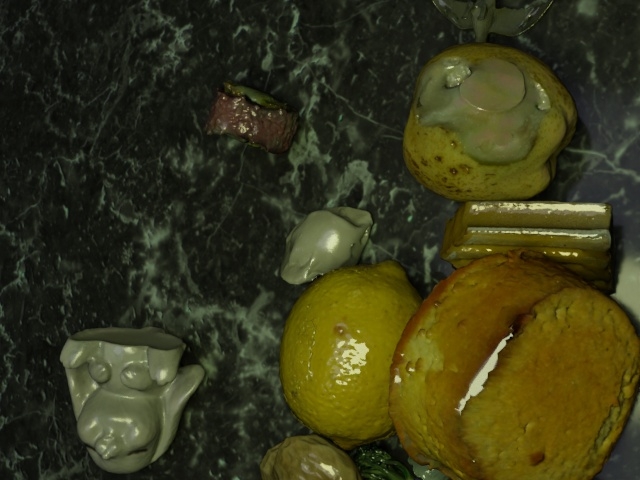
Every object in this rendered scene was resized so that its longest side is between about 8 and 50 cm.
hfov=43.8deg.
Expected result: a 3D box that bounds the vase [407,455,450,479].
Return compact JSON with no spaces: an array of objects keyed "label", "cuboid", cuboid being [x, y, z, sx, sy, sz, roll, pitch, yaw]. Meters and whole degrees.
[{"label":"vase","cuboid":[0.220,0.332,1.284,0.148,0.081,0.081,-45,68,10]}]

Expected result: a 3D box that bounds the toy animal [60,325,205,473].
[{"label":"toy animal","cuboid":[-0.357,0.305,1.500,0.271,0.206,0.265,4,99,6]}]

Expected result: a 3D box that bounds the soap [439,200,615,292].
[{"label":"soap","cuboid":[0.315,0.009,1.227,0.257,0.160,0.080,3,56,24]}]

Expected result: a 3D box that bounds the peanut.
[{"label":"peanut","cuboid":[-0.008,0.409,1.315,0.110,0.233,0.197,-38,81,-27]}]

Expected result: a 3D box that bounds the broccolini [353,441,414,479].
[{"label":"broccolini","cuboid":[0.144,0.398,1.186,0.074,0.392,0.079,-37,107,-13]}]

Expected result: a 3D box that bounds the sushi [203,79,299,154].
[{"label":"sushi","cuboid":[-0.127,-0.228,1.485,0.161,0.241,0.108,19,98,-13]}]

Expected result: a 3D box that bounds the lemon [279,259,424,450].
[{"label":"lemon","cuboid":[0.063,0.176,1.274,0.257,0.258,0.310,18,95,25]}]

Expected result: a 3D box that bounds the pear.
[{"label":"pear","cuboid":[0.262,-0.180,1.249,0.271,0.271,0.271,-3,83,24]}]

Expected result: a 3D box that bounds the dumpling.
[{"label":"dumpling","cuboid":[0.000,0.001,1.421,0.150,0.092,0.177,42,107,37]}]

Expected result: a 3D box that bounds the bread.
[{"label":"bread","cuboid":[0.279,0.202,1.127,0.336,0.204,0.358,31,90,-17]}]

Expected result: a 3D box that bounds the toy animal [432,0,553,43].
[{"label":"toy animal","cuboid":[0.262,-0.368,1.338,0.219,0.095,0.155,18,87,26]}]
